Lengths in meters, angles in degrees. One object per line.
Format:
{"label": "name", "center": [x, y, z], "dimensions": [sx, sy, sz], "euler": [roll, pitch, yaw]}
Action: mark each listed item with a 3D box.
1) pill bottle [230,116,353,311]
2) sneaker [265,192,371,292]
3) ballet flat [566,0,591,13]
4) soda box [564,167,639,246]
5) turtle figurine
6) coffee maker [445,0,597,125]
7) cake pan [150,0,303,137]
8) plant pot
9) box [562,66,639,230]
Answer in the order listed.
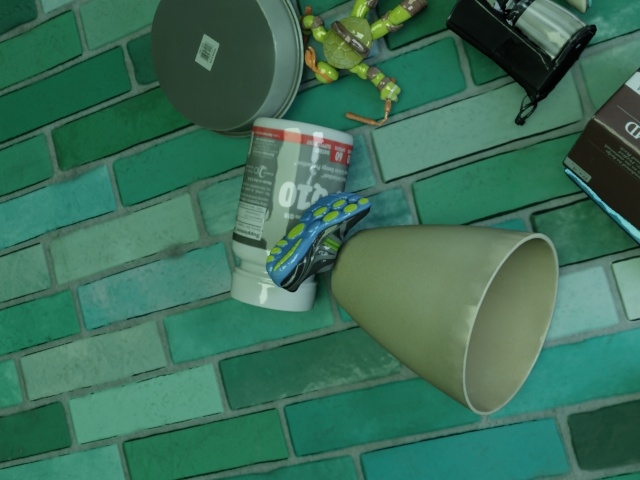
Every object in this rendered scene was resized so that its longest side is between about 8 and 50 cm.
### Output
{"label": "pill bottle", "center": [-0.050, -0.040, 1.246], "dimensions": [0.161, 0.161, 0.283], "euler": [12, 95, 20]}
{"label": "sneaker", "center": [0.000, 0.000, 1.159], "dimensions": [0.188, 0.078, 0.067], "euler": [-44, 45, -15]}
{"label": "ballet flat", "center": [0.337, -0.439, 1.141], "dimensions": [0.086, 0.086, 0.249], "euler": [-7, 79, 21]}
{"label": "soda box", "center": [0.440, -0.046, 1.108], "dimensions": [0.067, 0.071, 0.210], "euler": [-45, 76, 13]}
{"label": "turtle figurine", "center": [0.047, -0.330, 1.246], "dimensions": [0.269, 0.087, 0.217], "euler": [45, 105, 15]}
{"label": "coffee maker", "center": [0.272, -0.290, 1.144], "dimensions": [0.178, 0.120, 0.171], "euler": [43, 105, 16]}
{"label": "cake pan", "center": [-0.165, -0.309, 1.297], "dimensions": [0.293, 0.054, 0.293], "euler": [11, 112, 28]}
{"label": "plant pot", "center": [0.158, 0.079, 1.142], "dimensions": [0.274, 0.256, 0.257], "euler": [19, 97, 36]}
{"label": "box", "center": [0.449, -0.138, 0.999], "dimensions": [0.168, 0.167, 0.203], "euler": [43, 82, 13]}
